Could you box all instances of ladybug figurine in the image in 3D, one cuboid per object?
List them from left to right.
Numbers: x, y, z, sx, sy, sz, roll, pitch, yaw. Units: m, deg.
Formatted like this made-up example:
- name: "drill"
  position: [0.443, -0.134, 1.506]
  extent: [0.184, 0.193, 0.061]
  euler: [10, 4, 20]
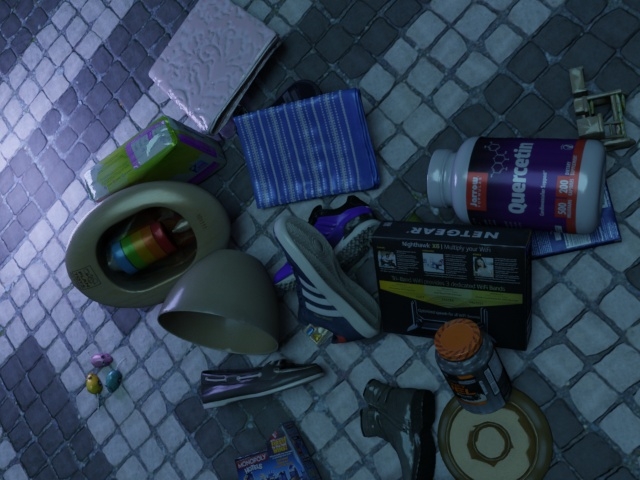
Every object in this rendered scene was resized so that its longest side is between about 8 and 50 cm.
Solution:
- name: "ladybug figurine"
  position: [-0.433, 0.002, 1.660]
  extent: [0.450, 0.162, 0.305]
  euler: [-23, 109, 8]

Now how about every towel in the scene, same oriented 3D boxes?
- name: "towel"
  position: [-0.288, -0.485, 1.752]
  extent: [0.317, 0.053, 0.332]
  euler: [-51, 57, 10]
- name: "towel"
  position: [-0.035, -0.213, 1.569]
  extent: [0.336, 0.040, 0.243]
  euler: [-9, 103, 23]

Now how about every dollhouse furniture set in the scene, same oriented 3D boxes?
- name: "dollhouse furniture set"
  position: [0.555, -0.281, 1.294]
  extent: [0.101, 0.161, 0.181]
  euler: [-9, 79, 23]

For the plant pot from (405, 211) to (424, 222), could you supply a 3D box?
- name: "plant pot"
  position: [0.220, -0.009, 1.455]
  extent: [0.079, 0.083, 0.083]
  euler: [34, 96, 14]

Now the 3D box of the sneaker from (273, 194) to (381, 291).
- name: "sneaker"
  position: [0.001, 0.000, 1.544]
  extent: [0.293, 0.102, 0.146]
  euler: [-35, 63, 12]

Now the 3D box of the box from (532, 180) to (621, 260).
- name: "box"
  position: [0.487, -0.039, 1.355]
  extent: [0.225, 0.036, 0.136]
  euler: [-14, 76, 22]

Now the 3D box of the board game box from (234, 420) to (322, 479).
- name: "board game box"
  position: [-0.095, 0.528, 1.517]
  extent: [0.194, 0.060, 0.194]
  euler: [-21, 72, 20]

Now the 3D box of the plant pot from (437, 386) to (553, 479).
- name: "plant pot"
  position: [0.353, 0.413, 1.347]
  extent: [0.236, 0.032, 0.236]
  euler: [-4, 81, 24]

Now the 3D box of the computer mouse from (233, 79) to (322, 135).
- name: "computer mouse"
  position: [-0.090, -0.305, 1.648]
  extent: [0.272, 0.072, 0.188]
  euler: [-27, 73, 31]

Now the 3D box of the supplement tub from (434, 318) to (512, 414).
- name: "supplement tub"
  position: [0.299, 0.249, 1.298]
  extent: [0.117, 0.190, 0.117]
  euler: [-21, 36, 16]

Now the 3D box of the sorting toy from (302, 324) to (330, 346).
- name: "sorting toy"
  position: [-0.001, 0.201, 1.552]
  extent: [0.062, 0.012, 0.083]
  euler: [40, 99, 25]

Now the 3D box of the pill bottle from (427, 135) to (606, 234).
- name: "pill bottle"
  position: [0.384, -0.113, 1.295]
  extent: [0.323, 0.181, 0.181]
  euler: [6, 84, 27]

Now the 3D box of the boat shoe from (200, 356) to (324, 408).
- name: "boat shoe"
  position: [-0.152, 0.321, 1.548]
  extent: [0.335, 0.112, 0.095]
  euler: [-20, 79, 24]

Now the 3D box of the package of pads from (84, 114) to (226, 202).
- name: "package of pads"
  position: [-0.427, -0.183, 1.688]
  extent: [0.297, 0.229, 0.101]
  euler: [-31, 70, 18]

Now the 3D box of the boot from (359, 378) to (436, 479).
- name: "boot"
  position: [0.162, 0.430, 1.419]
  extent: [0.161, 0.083, 0.246]
  euler: [-2, 81, 37]

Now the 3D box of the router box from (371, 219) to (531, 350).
- name: "router box"
  position: [0.270, 0.089, 1.341]
  extent: [0.309, 0.081, 0.242]
  euler: [5, 120, 24]

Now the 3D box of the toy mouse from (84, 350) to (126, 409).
- name: "toy mouse"
  position: [-0.590, 0.358, 1.785]
  extent: [0.143, 0.031, 0.161]
  euler: [-33, 70, 16]

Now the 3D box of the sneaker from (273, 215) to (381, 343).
- name: "sneaker"
  position: [-0.018, 0.104, 1.433]
  extent: [0.148, 0.131, 0.350]
  euler: [-26, 113, 29]

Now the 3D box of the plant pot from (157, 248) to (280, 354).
- name: "plant pot"
  position: [-0.218, 0.133, 1.540]
  extent: [0.284, 0.284, 0.190]
  euler: [-1, 61, 24]
